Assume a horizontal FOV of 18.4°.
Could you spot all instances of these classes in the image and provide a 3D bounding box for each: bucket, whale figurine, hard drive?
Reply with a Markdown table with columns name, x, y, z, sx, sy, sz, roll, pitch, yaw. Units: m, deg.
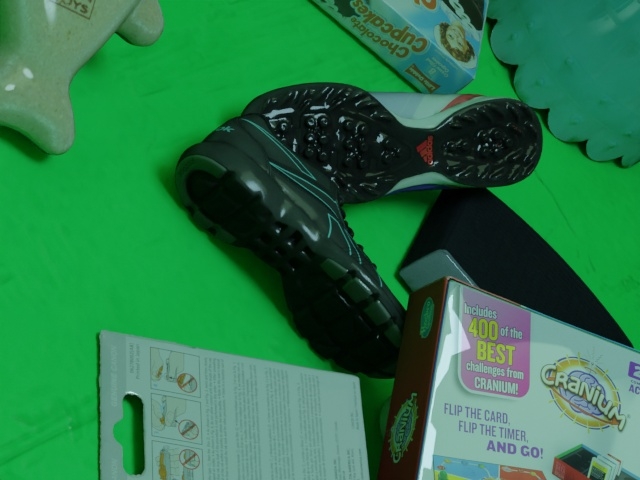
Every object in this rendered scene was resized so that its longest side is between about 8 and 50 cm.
| name | x | y | z | sx | sy | sz | roll | pitch | yaw |
| --- | --- | --- | --- | --- | --- | --- | --- | --- | --- |
| bucket | 0.337 | -0.240 | 2.172 | 0.281 | 0.183 | 0.281 | 29 | 43 | -31 |
| whale figurine | -0.228 | -0.203 | 1.587 | 0.216 | 0.141 | 0.272 | 22 | 71 | -36 |
| hard drive | 0.195 | 0.068 | 1.876 | 0.254 | 0.054 | 0.172 | 46 | 37 | -11 |

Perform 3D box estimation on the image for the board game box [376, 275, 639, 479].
| name | x | y | z | sx | sy | sz | roll | pitch | yaw |
| --- | --- | --- | --- | --- | --- | --- | --- | --- | --- |
| board game box | 0.162 | 0.217 | 1.598 | 0.242 | 0.064 | 0.316 | 22 | 65 | -23 |

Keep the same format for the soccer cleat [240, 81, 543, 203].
| name | x | y | z | sx | sy | sz | roll | pitch | yaw |
| --- | --- | --- | --- | --- | --- | --- | --- | --- | --- |
| soccer cleat | 0.051 | -0.091 | 1.824 | 0.318 | 0.116 | 0.108 | -2 | 95 | -31 |

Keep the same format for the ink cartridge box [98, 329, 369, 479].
| name | x | y | z | sx | sy | sz | roll | pitch | yaw |
| --- | --- | --- | --- | --- | --- | --- | --- | --- | --- |
| ink cartridge box | -0.070 | 0.173 | 1.521 | 0.225 | 0.056 | 0.181 | 10 | 52 | -20 |

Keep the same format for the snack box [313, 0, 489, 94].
| name | x | y | z | sx | sy | sz | roll | pitch | yaw |
| --- | --- | --- | --- | --- | --- | --- | --- | --- | --- |
| snack box | 0.034 | -0.299 | 1.986 | 0.322 | 0.060 | 0.187 | 38 | 38 | -21 |

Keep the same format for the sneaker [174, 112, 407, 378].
| name | x | y | z | sx | sy | sz | roll | pitch | yaw |
| --- | --- | --- | --- | --- | --- | --- | --- | --- | --- |
| sneaker | 0.000 | 0.000 | 1.669 | 0.267 | 0.101 | 0.106 | 48 | 42 | -8 |

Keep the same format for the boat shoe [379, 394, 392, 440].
| name | x | y | z | sx | sy | sz | roll | pitch | yaw |
| --- | --- | --- | --- | --- | --- | --- | --- | --- | --- |
| boat shoe | 0.181 | 0.234 | 1.696 | 0.305 | 0.091 | 0.109 | 48 | 37 | -8 |
